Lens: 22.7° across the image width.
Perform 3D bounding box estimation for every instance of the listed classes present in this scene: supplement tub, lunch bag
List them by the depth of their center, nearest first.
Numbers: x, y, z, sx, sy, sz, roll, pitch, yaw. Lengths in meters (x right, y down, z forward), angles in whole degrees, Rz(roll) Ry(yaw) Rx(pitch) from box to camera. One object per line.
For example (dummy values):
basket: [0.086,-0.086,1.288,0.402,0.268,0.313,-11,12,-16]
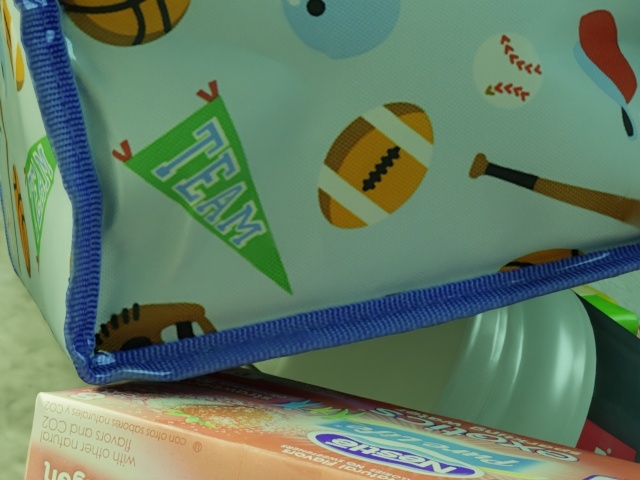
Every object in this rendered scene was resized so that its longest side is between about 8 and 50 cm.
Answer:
lunch bag: [0.041,-0.092,0.757,0.385,0.239,0.328,-8,10,-13]
supplement tub: [0.122,0.129,0.916,0.272,0.191,0.191,33,20,-28]

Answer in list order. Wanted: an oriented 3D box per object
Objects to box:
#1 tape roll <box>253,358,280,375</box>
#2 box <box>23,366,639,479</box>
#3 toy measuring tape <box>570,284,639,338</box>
tape roll: [0.000,0.000,1.106,0.286,0.100,0.286,38,18,-15]
box: [0.049,0.146,0.572,0.299,0.142,0.154,11,4,26]
toy measuring tape: [0.184,0.088,1.335,0.121,0.121,0.330,36,-1,-19]
